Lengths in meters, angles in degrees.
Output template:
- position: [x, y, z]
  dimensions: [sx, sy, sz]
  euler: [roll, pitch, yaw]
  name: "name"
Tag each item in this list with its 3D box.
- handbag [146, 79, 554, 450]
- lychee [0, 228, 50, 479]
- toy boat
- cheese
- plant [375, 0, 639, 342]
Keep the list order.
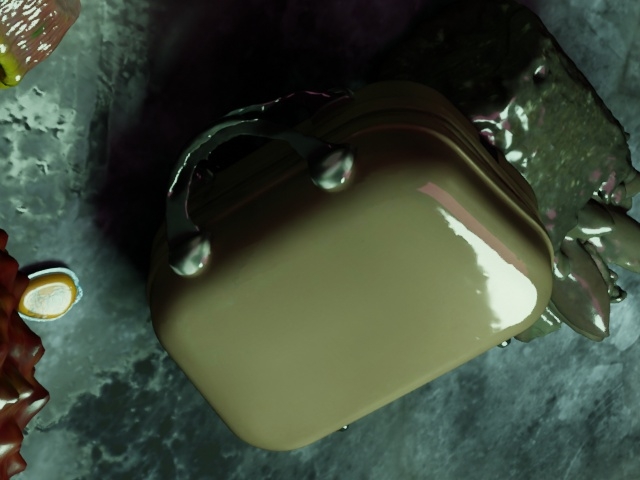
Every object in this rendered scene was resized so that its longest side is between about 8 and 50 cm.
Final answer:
- position: [0.000, 0.000, 1.452]
  dimensions: [0.301, 0.149, 0.283]
  euler: [-30, 123, 22]
  name: "handbag"
- position: [-0.387, 0.076, 1.052]
  dimensions: [0.500, 0.424, 0.425]
  euler: [8, 110, -54]
  name: "lychee"
- position: [-0.216, -0.190, 1.194]
  dimensions: [0.099, 0.141, 0.318]
  euler: [-4, 154, 2]
  name: "toy boat"
- position: [-0.232, 0.043, 1.450]
  dimensions: [0.111, 0.017, 0.047]
  euler: [-2, 113, -39]
  name: "cheese"
- position: [0.183, -0.051, 1.619]
  dimensions: [0.181, 0.194, 0.321]
  euler: [-43, 132, -5]
  name: "plant"
